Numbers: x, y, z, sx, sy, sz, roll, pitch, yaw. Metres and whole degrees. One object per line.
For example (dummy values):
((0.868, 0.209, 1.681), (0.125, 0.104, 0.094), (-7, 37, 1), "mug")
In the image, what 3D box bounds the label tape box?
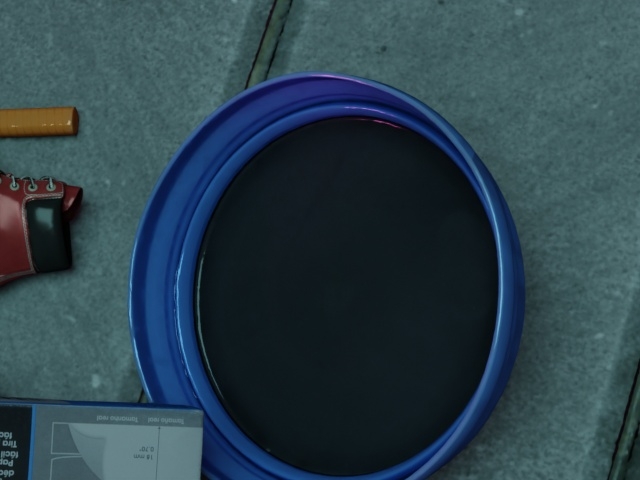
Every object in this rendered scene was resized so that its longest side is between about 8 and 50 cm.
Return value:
((-0.233, 0.302, 1.458), (0.241, 0.106, 0.333), (5, 86, -27), "label tape box")

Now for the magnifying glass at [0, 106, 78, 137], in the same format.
((-0.360, -0.118, 1.739), (0.231, 0.026, 0.092), (-1, 74, 9), "magnifying glass")

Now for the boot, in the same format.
((-0.331, -0.073, 1.678), (0.176, 0.088, 0.244), (-18, 89, 3), "boot")

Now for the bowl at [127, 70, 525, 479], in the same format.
((0.003, 0.047, 1.532), (0.391, 0.077, 0.391), (-3, 84, 31), "bowl")
